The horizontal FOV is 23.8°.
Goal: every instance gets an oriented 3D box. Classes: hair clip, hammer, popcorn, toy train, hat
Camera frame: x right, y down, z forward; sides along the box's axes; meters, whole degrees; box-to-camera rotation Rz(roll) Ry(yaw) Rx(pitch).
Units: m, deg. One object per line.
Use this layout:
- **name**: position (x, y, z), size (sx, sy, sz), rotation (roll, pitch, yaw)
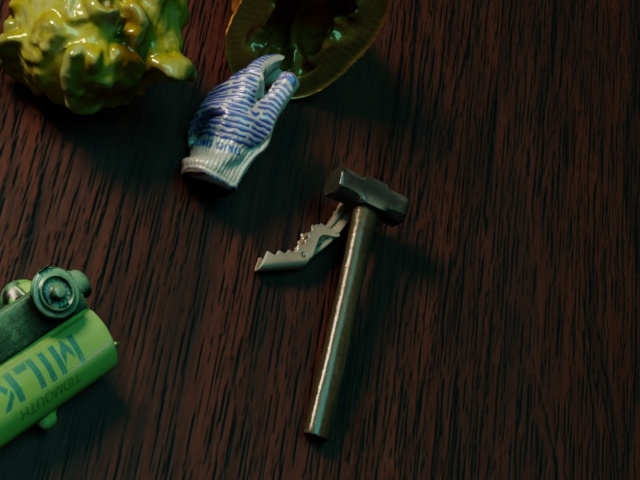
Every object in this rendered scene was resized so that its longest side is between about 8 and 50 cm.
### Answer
- **hair clip**: position (0.000, 0.000, 1.982), size (0.072, 0.034, 0.226), rotation (51, 49, 0)
- **hammer**: position (0.030, 0.081, 1.924), size (0.111, 0.043, 0.365), rotation (26, 60, -25)
- **popcorn**: position (-0.270, -0.249, 1.850), size (0.235, 0.181, 0.217), rotation (-32, 86, -33)
- **toy train**: position (-0.330, 0.136, 1.647), size (0.253, 0.105, 0.157), rotation (-35, 100, -42)
- **hat**: position (-0.052, -0.363, 2.068), size (0.244, 0.233, 0.233), rotation (59, 7, -47)

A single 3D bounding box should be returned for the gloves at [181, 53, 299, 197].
- **gloves**: position (-0.103, -0.157, 1.952), size (0.229, 0.119, 0.097), rotation (-61, 145, -34)
